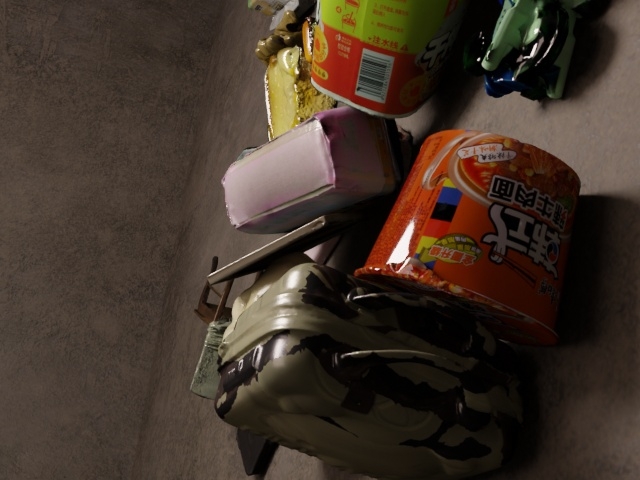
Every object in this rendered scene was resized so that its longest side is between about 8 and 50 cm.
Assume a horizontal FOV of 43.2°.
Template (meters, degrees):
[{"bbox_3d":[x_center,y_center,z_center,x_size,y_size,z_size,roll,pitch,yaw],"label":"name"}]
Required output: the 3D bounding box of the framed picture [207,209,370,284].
[{"bbox_3d":[-0.044,0.008,1.441,0.024,0.232,0.315,64,-165,5],"label":"framed picture"}]

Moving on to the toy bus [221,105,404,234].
[{"bbox_3d":[-0.037,-0.120,1.473,0.386,0.163,0.171,-21,74,52],"label":"toy bus"}]

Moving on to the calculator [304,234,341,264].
[{"bbox_3d":[0.000,0.000,1.730,0.100,0.032,0.175,-94,27,-42],"label":"calculator"}]

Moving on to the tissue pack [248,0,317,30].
[{"bbox_3d":[-0.107,-0.699,2.324,0.229,0.159,0.145,167,115,-68],"label":"tissue pack"}]

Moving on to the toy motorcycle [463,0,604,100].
[{"bbox_3d":[0.290,-0.351,1.096,0.196,0.125,0.331,162,124,-69],"label":"toy motorcycle"}]

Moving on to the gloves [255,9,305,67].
[{"bbox_3d":[-0.090,-0.519,2.187,0.154,0.141,0.331,-47,12,2],"label":"gloves"}]

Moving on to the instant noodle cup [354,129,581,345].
[{"bbox_3d":[0.185,-0.005,0.963,0.250,0.251,0.192,-9,60,68],"label":"instant noodle cup"}]

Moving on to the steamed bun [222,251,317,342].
[{"bbox_3d":[-0.025,0.200,1.357,0.289,0.276,0.203,-52,31,-7],"label":"steamed bun"}]

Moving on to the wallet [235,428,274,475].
[{"bbox_3d":[-0.106,0.327,1.760,0.197,0.051,0.377,-113,40,-60],"label":"wallet"}]

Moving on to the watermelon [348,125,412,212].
[{"bbox_3d":[0.080,-0.147,1.536,0.257,0.140,0.192,10,93,62],"label":"watermelon"}]

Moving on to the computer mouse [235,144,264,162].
[{"bbox_3d":[-0.090,-0.127,1.817,0.374,0.114,0.203,21,95,61],"label":"computer mouse"}]

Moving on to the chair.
[{"bbox_3d":[-0.224,0.219,2.005,0.186,0.160,0.318,26,100,64],"label":"chair"}]

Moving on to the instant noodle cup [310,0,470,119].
[{"bbox_3d":[0.116,-0.386,1.314,0.293,0.294,0.307,-102,20,-51],"label":"instant noodle cup"}]

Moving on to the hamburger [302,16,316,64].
[{"bbox_3d":[0.030,-0.434,1.812,0.087,0.166,0.137,-7,90,28],"label":"hamburger"}]

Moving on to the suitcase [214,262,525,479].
[{"bbox_3d":[0.064,0.175,0.977,0.339,0.352,0.193,-42,29,55],"label":"suitcase"}]

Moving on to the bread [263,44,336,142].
[{"bbox_3d":[-0.041,-0.333,1.935,0.174,0.133,0.251,-14,80,60],"label":"bread"}]
